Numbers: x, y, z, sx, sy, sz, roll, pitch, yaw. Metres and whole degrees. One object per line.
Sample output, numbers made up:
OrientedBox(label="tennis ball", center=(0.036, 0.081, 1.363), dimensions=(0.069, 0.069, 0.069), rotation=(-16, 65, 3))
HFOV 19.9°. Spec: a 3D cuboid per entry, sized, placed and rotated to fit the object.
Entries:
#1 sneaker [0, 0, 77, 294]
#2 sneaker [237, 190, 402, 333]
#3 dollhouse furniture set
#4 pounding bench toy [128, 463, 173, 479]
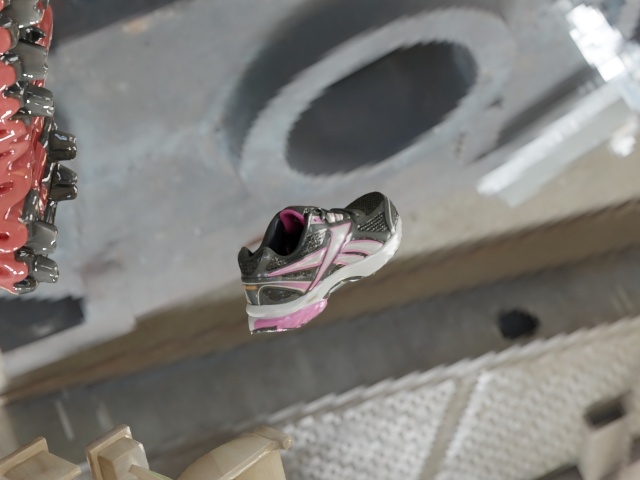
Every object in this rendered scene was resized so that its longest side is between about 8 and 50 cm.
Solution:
OrientedBox(label="sneaker", center=(-0.186, -0.081, 0.856), dimensions=(0.135, 0.097, 0.276), rotation=(8, 140, -1))
OrientedBox(label="sneaker", center=(0.000, 0.000, 1.448), dimensions=(0.072, 0.077, 0.178), rotation=(-1, -152, 37))
OrientedBox(label="dollhouse furniture set", center=(-0.146, 0.246, 1.704), dimensions=(0.355, 0.174, 0.303), rotation=(-31, 122, -37))
OrientedBox(label="pounding bench toy", center=(-0.082, 0.181, 1.072), dimensions=(0.065, 0.083, 0.052), rotation=(-64, 158, -6))
